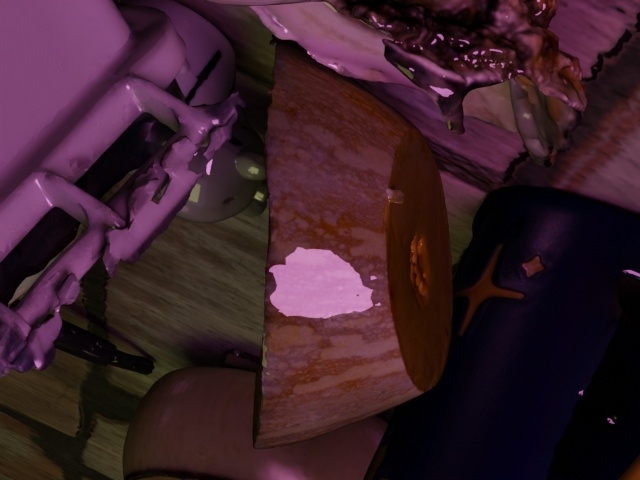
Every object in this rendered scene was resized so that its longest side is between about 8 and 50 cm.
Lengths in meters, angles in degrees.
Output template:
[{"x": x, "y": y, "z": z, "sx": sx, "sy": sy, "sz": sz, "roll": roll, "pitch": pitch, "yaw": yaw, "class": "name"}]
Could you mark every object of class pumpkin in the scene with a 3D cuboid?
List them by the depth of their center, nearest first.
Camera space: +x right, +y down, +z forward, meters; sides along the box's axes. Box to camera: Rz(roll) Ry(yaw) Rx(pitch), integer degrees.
[{"x": 0.017, "y": 0.005, "z": 0.954, "sx": 0.110, "sy": 0.217, "sz": 0.217, "roll": 7, "pitch": 158, "yaw": 6, "class": "pumpkin"}]

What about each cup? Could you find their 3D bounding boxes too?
[{"x": 0.114, "y": 0.105, "z": 0.971, "sx": 0.178, "sy": 0.256, "sz": 0.255, "roll": 20, "pitch": 158, "yaw": 18, "class": "cup"}]

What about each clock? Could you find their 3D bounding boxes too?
[{"x": -0.079, "y": -0.068, "z": 1.031, "sx": 0.117, "sy": 0.080, "sz": 0.176, "roll": 24, "pitch": 161, "yaw": 8, "class": "clock"}]

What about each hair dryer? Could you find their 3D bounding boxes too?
[{"x": -0.251, "y": 0.077, "z": 1.657, "sx": 0.219, "sy": 0.075, "sz": 0.195, "roll": 25, "pitch": 172, "yaw": -20, "class": "hair dryer"}]

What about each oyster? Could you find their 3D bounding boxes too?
[{"x": 0.025, "y": -0.105, "z": 0.815, "sx": 0.214, "sy": 0.083, "sz": 0.223, "roll": 31, "pitch": 179, "yaw": 13, "class": "oyster"}]

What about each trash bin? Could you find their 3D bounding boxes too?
[{"x": -0.241, "y": -0.128, "z": 0.805, "sx": 0.296, "sy": 0.256, "sz": 0.367, "roll": 11, "pitch": 138, "yaw": 40, "class": "trash bin"}]

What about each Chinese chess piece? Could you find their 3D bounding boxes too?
[{"x": -0.042, "y": 0.199, "z": 1.576, "sx": 0.257, "sy": 0.104, "sz": 0.257, "roll": 15, "pitch": 158, "yaw": 6, "class": "Chinese chess piece"}]

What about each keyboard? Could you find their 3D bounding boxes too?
[{"x": -0.043, "y": 0.135, "z": 1.594, "sx": 0.055, "sy": 0.017, "sz": 0.166, "roll": 15, "pitch": 158, "yaw": 16, "class": "keyboard"}]

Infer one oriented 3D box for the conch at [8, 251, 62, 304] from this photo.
[{"x": -0.255, "y": -0.063, "z": 1.203, "sx": 0.250, "sy": 0.137, "sz": 0.143, "roll": 50, "pitch": -165, "yaw": -23, "class": "conch"}]
